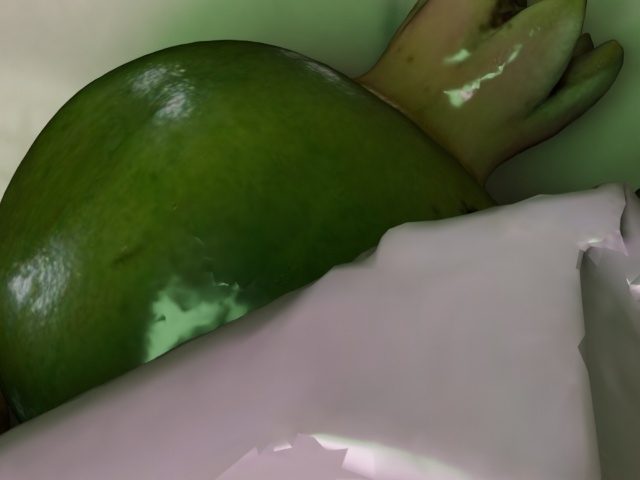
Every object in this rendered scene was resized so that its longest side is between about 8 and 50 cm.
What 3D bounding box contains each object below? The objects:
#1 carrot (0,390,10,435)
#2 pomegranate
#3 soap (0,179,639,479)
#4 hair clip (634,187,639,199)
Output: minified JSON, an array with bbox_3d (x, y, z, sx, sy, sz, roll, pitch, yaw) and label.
[{"bbox_3d":[-0.157,0.132,0.768,0.060,0.060,0.186,15,110,15],"label":"carrot"},{"bbox_3d":[0.001,0.001,0.623,0.187,0.187,0.225,39,86,5],"label":"pomegranate"},{"bbox_3d":[-0.019,0.210,0.551,0.435,0.350,0.213,-24,52,29],"label":"soap"},{"bbox_3d":[0.216,-0.070,0.567,0.292,0.084,0.106,-25,91,19],"label":"hair clip"}]
